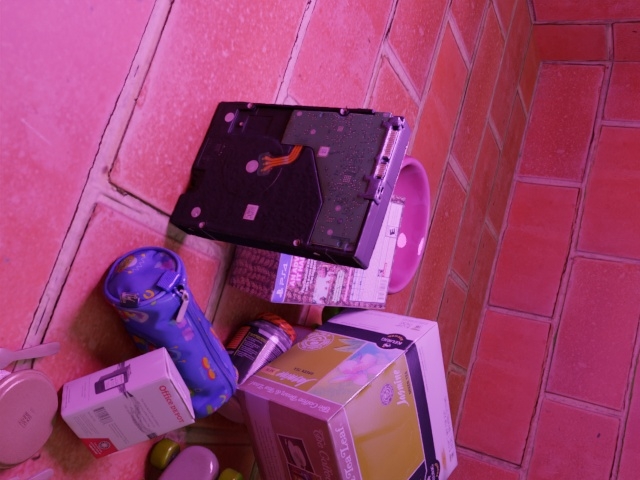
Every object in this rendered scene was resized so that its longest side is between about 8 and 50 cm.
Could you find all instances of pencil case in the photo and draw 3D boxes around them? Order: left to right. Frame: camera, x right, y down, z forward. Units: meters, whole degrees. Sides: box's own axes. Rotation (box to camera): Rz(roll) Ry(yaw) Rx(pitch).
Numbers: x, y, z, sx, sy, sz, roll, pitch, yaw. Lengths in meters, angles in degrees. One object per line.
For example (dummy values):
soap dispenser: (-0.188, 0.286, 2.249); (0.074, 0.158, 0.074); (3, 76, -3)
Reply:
pencil case: (-0.220, 0.149, 0.924); (0.119, 0.133, 0.306); (-55, 143, -38)

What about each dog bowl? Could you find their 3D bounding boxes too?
dog bowl: (0.145, -0.044, 1.487); (0.408, 0.151, 0.407); (-29, 124, -55)

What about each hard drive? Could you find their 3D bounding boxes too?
hard drive: (-0.051, -0.097, 0.931); (0.064, 0.339, 0.236); (43, 61, -56)

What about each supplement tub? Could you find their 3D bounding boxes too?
supplement tub: (-0.130, 0.234, 1.123); (0.190, 0.117, 0.117); (-55, 142, -36)

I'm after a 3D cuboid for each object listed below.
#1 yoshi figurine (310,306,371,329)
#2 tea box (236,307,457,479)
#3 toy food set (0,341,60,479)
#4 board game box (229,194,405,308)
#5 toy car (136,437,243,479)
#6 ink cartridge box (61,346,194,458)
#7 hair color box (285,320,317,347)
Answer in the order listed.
yoshi figurine: (0.056, 0.272, 1.369); (0.204, 0.203, 0.361); (-8, 121, -19)
tea box: (0.064, 0.345, 1.092); (0.324, 0.220, 0.328); (-30, 116, -43)
toy food set: (-0.390, 0.223, 0.754); (0.132, 0.039, 0.191); (4, 90, -68)
board game box: (0.000, 0.000, 1.157); (0.291, 0.141, 0.231); (9, 92, -40)
toy car: (-0.216, 0.450, 1.026); (0.148, 0.155, 0.188); (-60, 157, -32)
ink cartridge box: (-0.268, 0.230, 0.847); (0.151, 0.063, 0.109); (-20, 127, -6)
hair color box: (-0.048, 0.210, 1.233); (0.043, 0.141, 0.071); (10, 91, -61)
